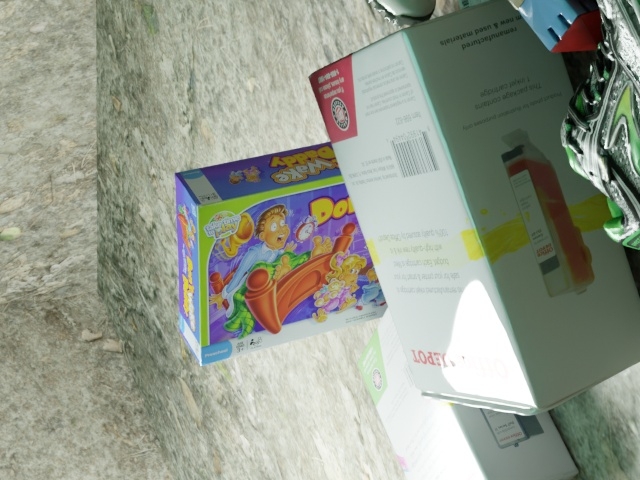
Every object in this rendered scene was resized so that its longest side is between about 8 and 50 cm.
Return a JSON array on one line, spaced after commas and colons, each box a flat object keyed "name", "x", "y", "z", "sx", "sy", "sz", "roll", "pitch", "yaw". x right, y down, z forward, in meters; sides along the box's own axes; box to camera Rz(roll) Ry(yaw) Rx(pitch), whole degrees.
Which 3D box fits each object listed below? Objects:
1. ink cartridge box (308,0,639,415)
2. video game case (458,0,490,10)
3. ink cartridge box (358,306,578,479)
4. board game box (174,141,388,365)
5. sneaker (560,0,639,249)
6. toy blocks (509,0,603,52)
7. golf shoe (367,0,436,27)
[{"name": "ink cartridge box", "x": 0.159, "y": -0.035, "z": 1.289, "sx": 0.279, "sy": 0.160, "sz": 0.385, "roll": -5, "pitch": 105, "yaw": 69}, {"name": "video game case", "x": 0.194, "y": -0.314, "z": 1.258, "sx": 0.210, "sy": 0.041, "sz": 0.232, "roll": 176, "pitch": 82, "yaw": -69}, {"name": "ink cartridge box", "x": 0.184, "y": 0.242, "z": 1.498, "sx": 0.207, "sy": 0.119, "sz": 0.354, "roll": 113, "pitch": 140, "yaw": -55}, {"name": "board game box", "x": 0.000, "y": 0.000, "z": 1.506, "sx": 0.078, "sy": 0.347, "sz": 0.233, "roll": -128, "pitch": 32, "yaw": -47}, {"name": "sneaker", "x": 0.240, "y": -0.105, "z": 0.932, "sx": 0.344, "sy": 0.146, "sz": 0.134, "roll": 63, "pitch": -146, "yaw": -37}, {"name": "toy blocks", "x": 0.248, "y": -0.297, "z": 0.987, "sx": 0.261, "sy": 0.190, "sz": 0.381, "roll": 56, "pitch": 144, "yaw": 16}, {"name": "golf shoe", "x": 0.086, "y": -0.382, "z": 1.414, "sx": 0.120, "sy": 0.105, "sz": 0.273, "roll": -12, "pitch": 91, "yaw": 62}]
